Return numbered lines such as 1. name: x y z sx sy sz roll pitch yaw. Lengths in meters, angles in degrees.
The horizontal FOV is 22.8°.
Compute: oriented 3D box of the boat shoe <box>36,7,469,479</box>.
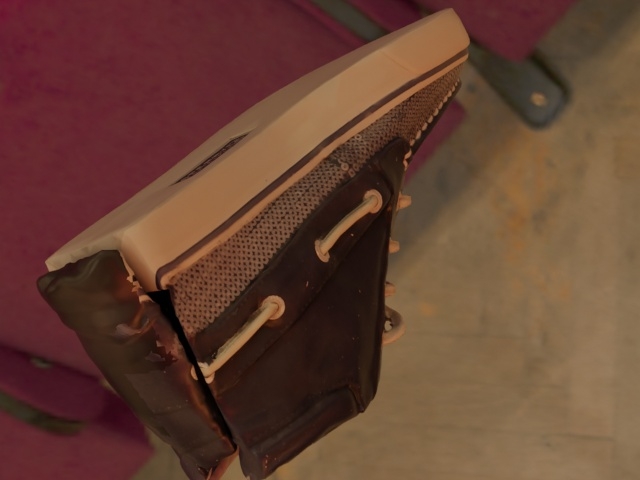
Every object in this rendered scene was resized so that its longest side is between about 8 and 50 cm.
1. boat shoe: 0.000 0.000 0.909 0.127 0.340 0.158 -17 107 50
